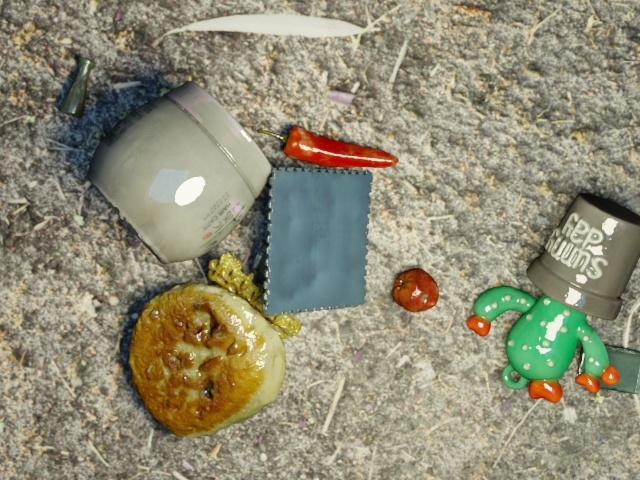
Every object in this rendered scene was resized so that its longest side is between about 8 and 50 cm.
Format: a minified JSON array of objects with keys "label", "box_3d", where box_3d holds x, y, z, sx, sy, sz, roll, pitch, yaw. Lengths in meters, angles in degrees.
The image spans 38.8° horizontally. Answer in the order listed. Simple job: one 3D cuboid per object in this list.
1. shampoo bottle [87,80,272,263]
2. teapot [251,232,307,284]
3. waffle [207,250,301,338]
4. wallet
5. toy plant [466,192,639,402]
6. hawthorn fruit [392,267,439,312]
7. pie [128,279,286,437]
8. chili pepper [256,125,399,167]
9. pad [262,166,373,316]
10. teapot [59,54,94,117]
[{"label":"shampoo bottle","box_3d":[-0.244,-0.118,1.595,0.266,0.273,0.273,-41,96,-7]},{"label":"teapot","box_3d":[-0.068,0.034,1.705,0.108,0.111,0.149,25,99,9]},{"label":"waffle","box_3d":[-0.129,0.104,1.683,0.046,0.161,0.192,-47,123,-36]},{"label":"wallet","box_3d":[0.574,0.252,1.804,0.129,0.026,0.088,10,90,-4]},{"label":"toy plant","box_3d":[0.453,0.113,1.713,0.280,0.185,0.400,23,108,1]},{"label":"hawthorn fruit","box_3d":[0.186,0.098,1.744,0.093,0.093,0.093,0,95,-4]},{"label":"pie","box_3d":[-0.220,0.220,1.679,0.315,0.092,0.315,4,106,13]},{"label":"chili pepper","box_3d":[0.012,-0.170,1.708,0.272,0.071,0.063,12,98,-7]},{"label":"pad","box_3d":[0.000,0.000,1.668,0.269,0.012,0.269,1,95,-45]},{"label":"teapot","box_3d":[-0.448,-0.286,1.684,0.043,0.043,0.110,17,91,-5]}]
